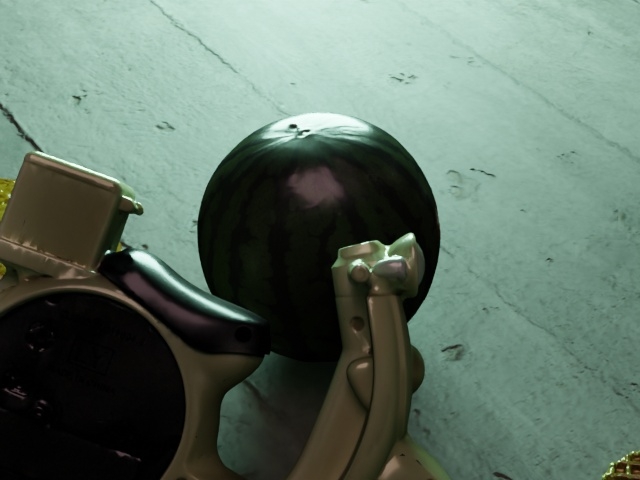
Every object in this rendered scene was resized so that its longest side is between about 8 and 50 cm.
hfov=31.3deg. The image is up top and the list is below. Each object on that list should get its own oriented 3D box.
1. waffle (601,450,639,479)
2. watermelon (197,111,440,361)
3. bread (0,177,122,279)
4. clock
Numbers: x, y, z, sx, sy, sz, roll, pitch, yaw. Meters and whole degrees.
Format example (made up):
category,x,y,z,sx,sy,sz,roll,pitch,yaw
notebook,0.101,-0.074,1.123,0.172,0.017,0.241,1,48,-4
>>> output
category,x,y,z,sx,sy,sz,roll,pitch,yaw
waffle,0.259,0.199,0.886,0.078,0.016,0.085,-19,45,-14
watermelon,0.000,0.000,0.964,0.212,0.212,0.212,0,42,0
bread,-0.276,0.047,0.963,0.240,0.139,0.240,0,42,0
clock,-0.063,0.101,0.800,0.379,0.276,0.120,17,-2,-1
